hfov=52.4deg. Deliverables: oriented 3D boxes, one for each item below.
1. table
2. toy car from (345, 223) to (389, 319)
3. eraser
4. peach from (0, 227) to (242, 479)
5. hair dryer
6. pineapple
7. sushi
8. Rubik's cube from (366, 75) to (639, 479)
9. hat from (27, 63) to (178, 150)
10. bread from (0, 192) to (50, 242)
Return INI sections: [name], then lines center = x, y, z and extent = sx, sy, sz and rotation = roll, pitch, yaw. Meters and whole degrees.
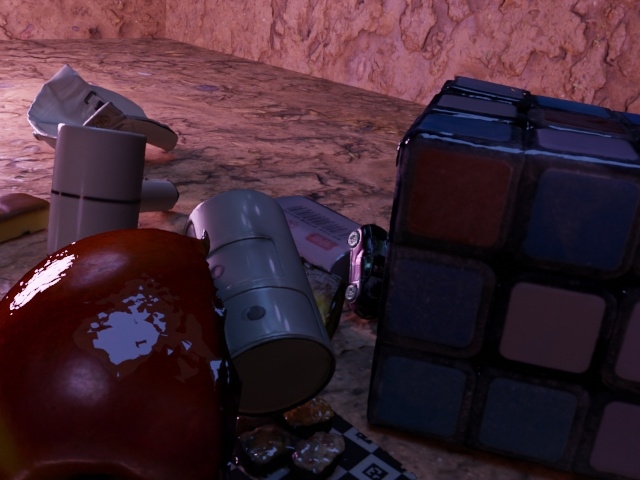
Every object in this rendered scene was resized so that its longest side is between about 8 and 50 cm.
[table]
center = -0.072, 0.061, 0.699
extent = 0.126, 0.126, 0.220
rotation = -1, 42, -19
[toy car]
center = 0.077, 0.044, 0.954
extent = 0.069, 0.142, 0.055
rotation = 20, -26, -36
[eraser]
center = 0.000, 0.000, 1.092
extent = 0.174, 0.081, 0.227
rotation = -10, 28, -43
[peach]
center = -0.193, 0.107, 0.551
extent = 0.201, 0.258, 0.362
rotation = 1, 31, -17
[hair dryer]
center = -0.313, -0.077, 1.079
extent = 0.128, 0.203, 0.362
rotation = 8, 6, 8
[pineapple]
center = -0.048, 0.088, 0.866
extent = 0.186, 0.115, 0.236
rotation = -10, 38, -37
[sushi]
center = -0.036, 0.201, 0.666
extent = 0.192, 0.040, 0.210
rotation = -12, 30, -39
[Rubik's cube]
center = 0.264, 0.028, 0.773
extent = 0.363, 0.362, 0.359
rotation = 15, 22, 12
[hat]
center = -0.483, -0.250, 1.473
extent = 0.301, 0.168, 0.258
rotation = 20, 15, -48
[bread]
center = -0.537, -0.022, 1.010
extent = 0.088, 0.049, 0.226
rotation = 21, 27, 28
